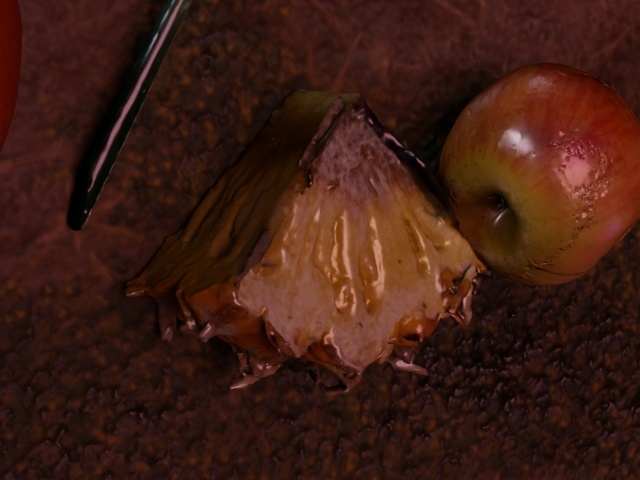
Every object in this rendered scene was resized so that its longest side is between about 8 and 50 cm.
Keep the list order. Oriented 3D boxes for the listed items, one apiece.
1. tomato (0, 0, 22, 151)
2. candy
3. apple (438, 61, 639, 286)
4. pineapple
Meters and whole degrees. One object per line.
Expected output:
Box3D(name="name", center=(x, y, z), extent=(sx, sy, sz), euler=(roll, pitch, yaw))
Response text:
Box3D(name="tomato", center=(-0.311, -0.088, 0.814), extent=(0.341, 0.273, 0.341), euler=(0, 85, -4))
Box3D(name="candy", center=(-0.079, -0.153, 1.064), extent=(0.097, 0.097, 0.323), euler=(27, 90, -31))
Box3D(name="apple", center=(0.150, -0.047, 1.167), extent=(0.146, 0.146, 0.146), euler=(-4, 98, -31))
Box3D(name="pineapple", center=(0.000, 0.000, 1.114), extent=(0.236, 0.114, 0.186), euler=(-9, 100, -40))
